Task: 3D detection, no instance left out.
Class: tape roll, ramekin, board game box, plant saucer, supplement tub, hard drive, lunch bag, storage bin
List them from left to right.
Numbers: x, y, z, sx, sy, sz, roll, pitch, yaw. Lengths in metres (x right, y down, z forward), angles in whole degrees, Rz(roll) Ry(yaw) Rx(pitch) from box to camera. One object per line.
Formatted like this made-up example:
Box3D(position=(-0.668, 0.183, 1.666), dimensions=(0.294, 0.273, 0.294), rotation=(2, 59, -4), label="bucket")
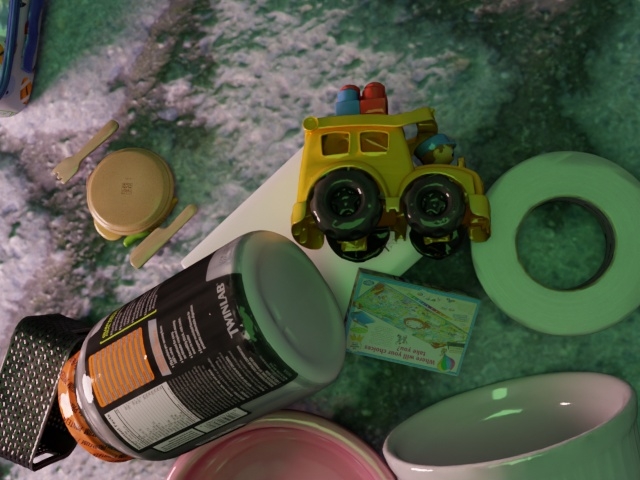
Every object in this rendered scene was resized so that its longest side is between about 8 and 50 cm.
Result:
Box3D(position=(-0.499, -0.326, 1.130), dimensions=(0.243, 0.115, 0.303), rotation=(6, 90, 9), label="lunch bag")
Box3D(position=(-0.359, 0.195, 1.074), dimensions=(0.084, 0.122, 0.180), rotation=(20, 91, 10), label="storage bin")
Box3D(position=(-0.145, 0.136, 0.954), dimensions=(0.316, 0.194, 0.193), rotation=(-29, 82, 26), label="supplement tub")
Box3D(position=(-0.044, 0.375, 1.028), dimensions=(0.332, 0.084, 0.331), rotation=(-1, 87, 11), label="plant saucer")
Box3D(position=(0.000, 0.000, 1.039), dimensions=(0.307, 0.040, 0.203), rotation=(-42, 85, 9), label="hard drive")
Box3D(position=(0.109, 0.101, 1.008), dimensions=(0.154, 0.026, 0.103), rotation=(14, 103, -6), label="board game box")
Box3D(position=(0.219, 0.252, 0.895), dimensions=(0.277, 0.277, 0.135), rotation=(-16, 93, 9), label="ramekin")
Box3D(position=(0.292, 0.005, 0.988), dimensions=(0.219, 0.072, 0.219), rotation=(-1, 87, 11), label="tape roll")

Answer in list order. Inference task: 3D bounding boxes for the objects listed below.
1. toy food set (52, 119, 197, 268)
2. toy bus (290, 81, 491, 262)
Box3D(position=(-0.260, -0.063, 1.115), dimensions=(0.132, 0.038, 0.192), rotation=(-43, 76, -1), label="toy food set")
Box3D(position=(0.082, -0.089, 0.943), dimensions=(0.220, 0.149, 0.211), rotation=(-1, 75, 9), label="toy bus")
